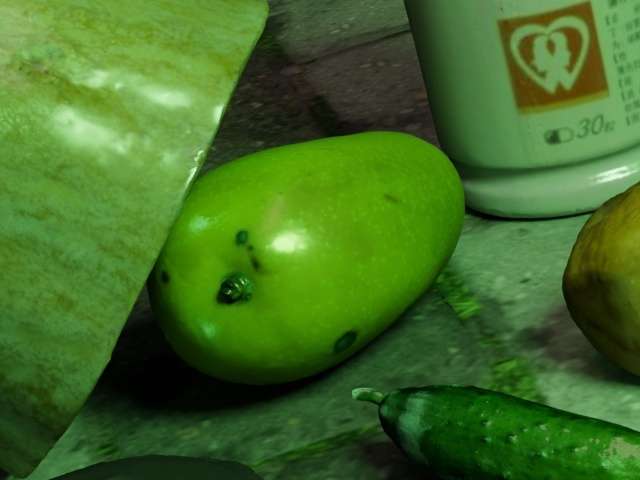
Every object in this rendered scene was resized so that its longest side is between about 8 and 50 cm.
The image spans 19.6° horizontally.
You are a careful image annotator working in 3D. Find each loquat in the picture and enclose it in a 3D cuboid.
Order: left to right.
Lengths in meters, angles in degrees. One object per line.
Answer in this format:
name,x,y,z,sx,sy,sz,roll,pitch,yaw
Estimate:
loquat,0.205,0.019,1.071,0.137,0.113,0.137,-30,33,21

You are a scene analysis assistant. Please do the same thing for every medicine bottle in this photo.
medicine bottle,0.155,-0.195,1.324,0.202,0.315,0.202,-14,23,6

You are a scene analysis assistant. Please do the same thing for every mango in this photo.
mango,0.000,0.000,1.211,0.175,0.143,0.293,-11,11,30

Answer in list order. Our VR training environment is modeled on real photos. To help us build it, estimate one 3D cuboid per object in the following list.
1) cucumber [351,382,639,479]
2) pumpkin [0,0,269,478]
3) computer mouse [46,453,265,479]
cucumber,0.108,0.113,0.978,0.250,0.056,0.056,10,33,44
pumpkin,-0.189,-0.045,1.134,0.332,0.199,0.332,-56,12,17
computer mouse,-0.109,0.208,0.831,0.170,0.100,0.269,-10,27,26
